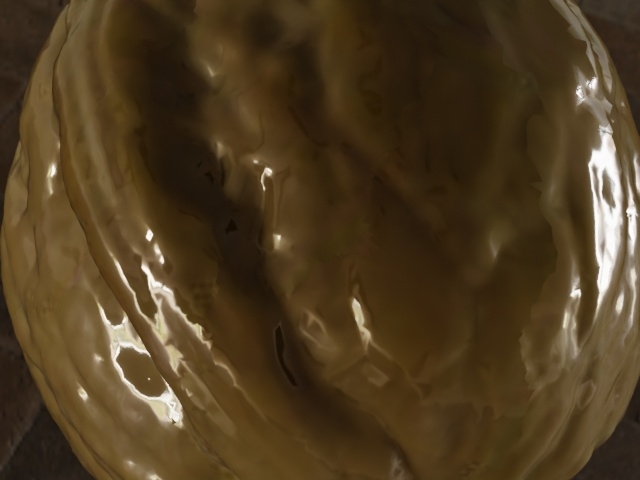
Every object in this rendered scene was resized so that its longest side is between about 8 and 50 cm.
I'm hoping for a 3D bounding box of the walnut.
[{"bbox_3d":[0.000,0.000,0.692,0.333,0.333,0.333,6,46,-6],"label":"walnut"}]
